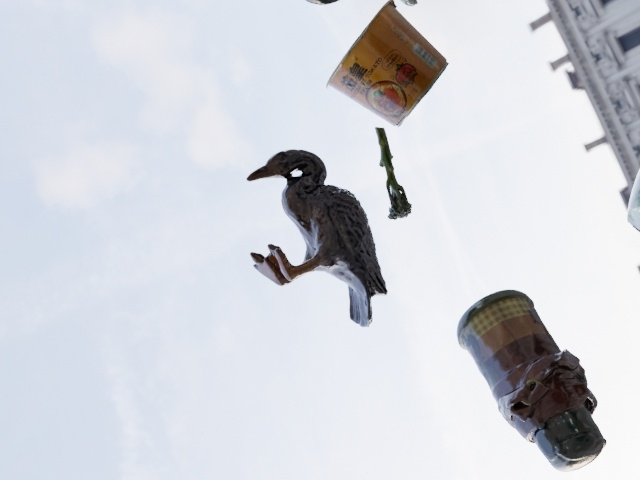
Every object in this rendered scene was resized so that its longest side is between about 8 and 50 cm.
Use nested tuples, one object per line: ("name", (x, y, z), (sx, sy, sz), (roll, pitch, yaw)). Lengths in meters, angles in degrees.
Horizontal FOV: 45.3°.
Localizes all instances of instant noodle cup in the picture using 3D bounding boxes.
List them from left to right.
("instant noodle cup", (0.138, -0.340, 1.521), (0.172, 0.216, 0.216), (38, -134, -2))

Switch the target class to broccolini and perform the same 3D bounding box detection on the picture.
("broccolini", (0.166, -0.156, 1.749), (0.058, 0.067, 0.216), (-9, -96, -15))

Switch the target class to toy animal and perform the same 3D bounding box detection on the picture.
("toy animal", (0.000, 0.000, 1.195), (0.298, 0.122, 0.185), (46, -116, -2))

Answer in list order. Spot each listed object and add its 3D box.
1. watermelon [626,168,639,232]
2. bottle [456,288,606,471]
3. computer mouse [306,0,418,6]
("watermelon", (0.563, -0.111, 1.020), (0.180, 0.305, 0.224), (54, -178, -9))
("bottle", (0.313, 0.205, 1.127), (0.156, 0.143, 0.271), (0, -136, -28))
("computer mouse", (-0.016, -0.365, 0.822), (0.379, 0.090, 0.167), (29, -89, -30))
